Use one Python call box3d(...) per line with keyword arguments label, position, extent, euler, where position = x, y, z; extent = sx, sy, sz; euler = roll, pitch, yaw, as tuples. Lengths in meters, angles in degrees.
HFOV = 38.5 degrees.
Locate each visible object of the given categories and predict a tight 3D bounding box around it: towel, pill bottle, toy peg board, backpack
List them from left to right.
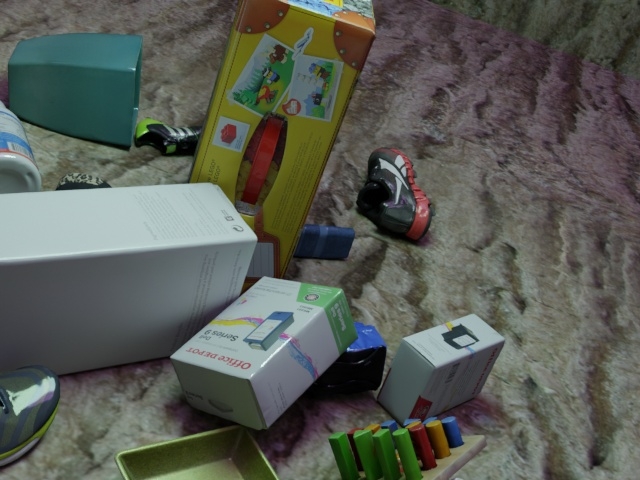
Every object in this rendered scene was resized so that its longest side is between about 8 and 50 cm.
box3d(label="pill bottle", position=(-0.541, -0.146, 1.505), extent=(0.124, 0.124, 0.221), euler=(0, 36, -30))
box3d(label="towel", position=(0.000, 0.000, 1.650), extent=(0.119, 0.067, 0.029), euler=(4, 37, -25))
box3d(label="backpack", position=(0.025, 0.178, 1.372), extent=(0.120, 0.098, 0.101), euler=(-9, 31, -20))
box3d(label="toy peg board", position=(0.105, 0.268, 1.206), extent=(0.161, 0.079, 0.160), euler=(-13, 6, 42))

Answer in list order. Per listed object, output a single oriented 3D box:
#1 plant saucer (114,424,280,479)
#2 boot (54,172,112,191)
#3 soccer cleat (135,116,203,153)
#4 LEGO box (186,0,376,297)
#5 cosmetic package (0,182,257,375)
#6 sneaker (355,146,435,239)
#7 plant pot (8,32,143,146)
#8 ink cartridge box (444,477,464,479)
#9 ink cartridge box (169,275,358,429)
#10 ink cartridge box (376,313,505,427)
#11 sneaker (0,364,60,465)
box3d(label="plant saucer", position=(-0.134, 0.321, 1.106), extent=(0.188, 0.045, 0.188), euler=(-5, 40, -36))
box3d(label="boot", position=(-0.343, -0.031, 1.477), extent=(0.236, 0.085, 0.179), euler=(15, 30, -3))
box3d(label="soccer cleat", position=(-0.276, -0.195, 1.804), extent=(0.178, 0.060, 0.072), euler=(9, 43, -8))
box3d(label="LEGO box", position=(-0.087, -0.208, 1.507), extent=(0.193, 0.500, 0.372), euler=(16, 31, -9))
box3d(label="cosmetic package", position=(-0.303, 0.052, 1.258), extent=(0.385, 0.217, 0.156), euler=(-3, 37, -36))
box3d(label="sneaker", position=(0.131, -0.111, 1.865), extent=(0.135, 0.098, 0.276), euler=(10, 35, -22))
box3d(label="plant pot", position=(-0.468, -0.302, 1.755), extent=(0.234, 0.166, 0.166), euler=(6, 34, -8))
box3d(label="ink cartridge box", position=(0.216, 0.435, 1.069), extent=(0.197, 0.114, 0.273), euler=(18, 32, -3))
box3d(label="ink cartridge box", position=(-0.075, 0.148, 1.263), extent=(0.154, 0.093, 0.212), euler=(8, 37, 40))
box3d(label="ink cartridge box", position=(0.185, 0.197, 1.402), extent=(0.175, 0.127, 0.072), euler=(-12, 42, -43))
box3d(label="sneaker", position=(-0.424, 0.203, 1.043), extent=(0.111, 0.121, 0.300), euler=(38, 35, 25))
